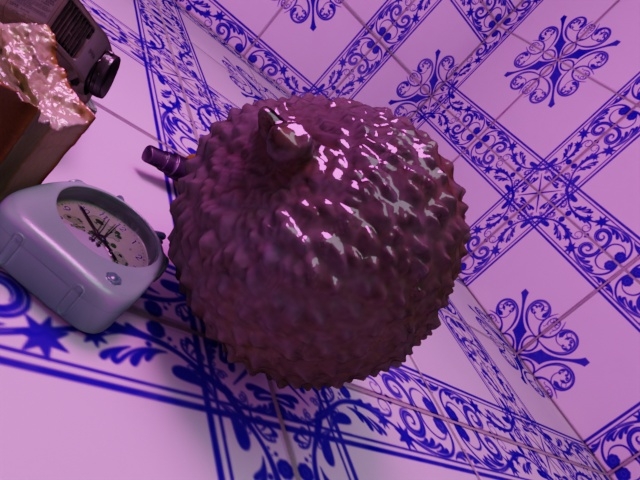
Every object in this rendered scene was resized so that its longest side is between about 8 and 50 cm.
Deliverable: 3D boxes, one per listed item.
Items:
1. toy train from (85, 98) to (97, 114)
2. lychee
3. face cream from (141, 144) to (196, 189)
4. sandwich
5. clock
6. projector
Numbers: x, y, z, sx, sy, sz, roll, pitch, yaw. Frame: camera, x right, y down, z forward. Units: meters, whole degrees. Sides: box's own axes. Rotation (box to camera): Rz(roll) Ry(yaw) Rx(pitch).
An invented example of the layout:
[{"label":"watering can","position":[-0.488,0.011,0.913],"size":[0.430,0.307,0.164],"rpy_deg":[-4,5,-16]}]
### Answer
[{"label":"toy train","position":[-0.401,-0.227,0.835],"size":[0.056,0.038,0.093],"rpy_deg":[7,40,-54]},{"label":"lychee","position":[0.000,0.000,0.675],"size":[0.380,0.380,0.432],"rpy_deg":[57,-6,34]},{"label":"face cream","position":[-0.197,-0.101,0.938],"size":[0.273,0.078,0.078],"rpy_deg":[25,26,-47]},{"label":"sandwich","position":[-0.358,-0.156,0.515],"size":[0.220,0.186,0.108],"rpy_deg":[45,15,2]},{"label":"clock","position":[-0.251,0.004,0.590],"size":[0.159,0.066,0.211],"rpy_deg":[44,17,-5]},{"label":"projector","position":[-0.363,-0.251,0.662],"size":[0.193,0.088,0.269],"rpy_deg":[26,-10,-14]}]
